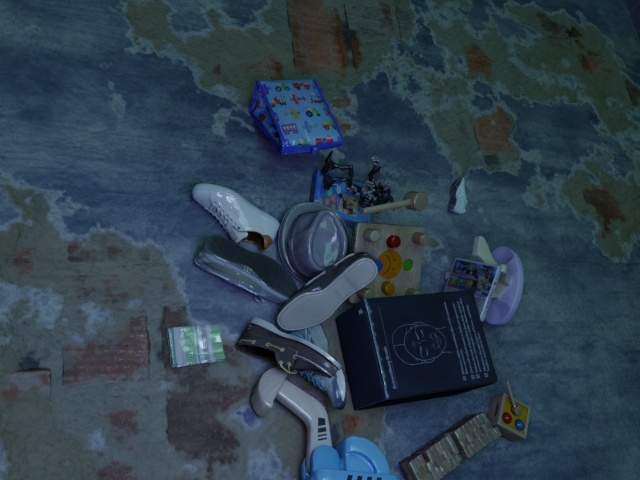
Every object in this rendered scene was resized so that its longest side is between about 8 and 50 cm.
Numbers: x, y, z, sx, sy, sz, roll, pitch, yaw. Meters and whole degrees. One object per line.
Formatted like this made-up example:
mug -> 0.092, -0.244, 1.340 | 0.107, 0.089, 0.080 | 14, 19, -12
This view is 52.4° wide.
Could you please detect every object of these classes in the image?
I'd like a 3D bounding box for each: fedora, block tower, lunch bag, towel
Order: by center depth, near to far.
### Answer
towel -> -0.344, 0.288, 1.803 | 0.152, 0.023, 0.113 | -2, 69, -26
block tower -> 0.385, 0.626, 1.946 | 0.336, 0.091, 0.097 | -20, 77, -31
fedora -> 0.000, 0.000, 2.009 | 0.244, 0.124, 0.275 | 14, 74, -20
lunch bag -> -0.071, -0.390, 2.127 | 0.221, 0.138, 0.293 | -10, 52, -28

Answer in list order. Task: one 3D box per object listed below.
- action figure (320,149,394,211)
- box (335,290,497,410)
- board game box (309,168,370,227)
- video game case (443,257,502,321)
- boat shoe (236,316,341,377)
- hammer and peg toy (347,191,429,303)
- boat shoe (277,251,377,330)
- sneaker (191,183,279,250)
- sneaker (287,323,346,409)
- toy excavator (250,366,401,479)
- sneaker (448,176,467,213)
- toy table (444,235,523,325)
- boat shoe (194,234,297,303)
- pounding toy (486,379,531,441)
action figure -> 0.143, -0.189, 2.126 | 0.276, 0.141, 0.164 | 21, 47, -14
box -> 0.285, 0.329, 1.965 | 0.396, 0.212, 0.293 | -1, 68, -26
board game box -> 0.069, -0.134, 2.176 | 0.210, 0.047, 0.160 | 16, 61, -17
video game case -> 0.483, 0.155, 2.112 | 0.023, 0.201, 0.183 | 23, 85, -30
boat shoe -> -0.091, 0.311, 1.778 | 0.325, 0.116, 0.096 | 20, 61, 33
hammer and peg toy -> 0.208, 0.020, 2.036 | 0.266, 0.127, 0.361 | 2, 96, -27
boat shoe -> 0.020, 0.147, 1.900 | 0.335, 0.095, 0.112 | -34, 109, 5
sneaker -> -0.265, -0.067, 1.953 | 0.290, 0.106, 0.123 | 28, 56, -12
sneaker -> -0.017, 0.369, 1.856 | 0.122, 0.110, 0.283 | -14, 49, -19
toy excavator -> 0.021, 0.586, 1.755 | 0.433, 0.222, 0.445 | 13, 49, -19
sneaker -> 0.514, -0.164, 2.400 | 0.061, 0.054, 0.152 | 26, 64, -23
toy table -> 0.563, 0.132, 2.182 | 0.161, 0.252, 0.274 | 22, 58, -31
boat shoe -> -0.215, 0.100, 1.917 | 0.321, 0.103, 0.118 | 28, 39, -18
pounding toy -> 0.604, 0.545, 2.079 | 0.130, 0.100, 0.141 | 29, 58, -11
